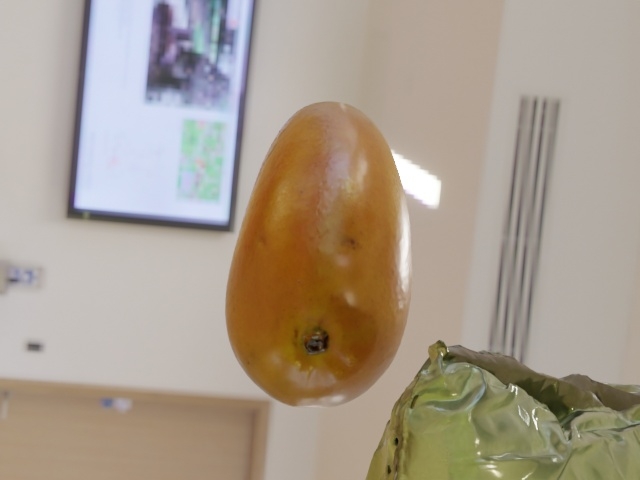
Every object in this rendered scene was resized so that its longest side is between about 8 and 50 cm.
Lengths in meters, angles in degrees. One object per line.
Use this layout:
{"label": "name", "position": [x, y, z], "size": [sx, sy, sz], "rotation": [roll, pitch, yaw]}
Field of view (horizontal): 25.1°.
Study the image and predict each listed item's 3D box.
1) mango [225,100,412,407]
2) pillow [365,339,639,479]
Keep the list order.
{"label": "mango", "position": [0.000, 0.000, 0.897], "size": [0.145, 0.112, 0.219], "rotation": [96, -3, -54]}
{"label": "pillow", "position": [0.109, 0.201, 0.723], "size": [0.138, 0.283, 0.310], "rotation": [14, -82, 48]}
